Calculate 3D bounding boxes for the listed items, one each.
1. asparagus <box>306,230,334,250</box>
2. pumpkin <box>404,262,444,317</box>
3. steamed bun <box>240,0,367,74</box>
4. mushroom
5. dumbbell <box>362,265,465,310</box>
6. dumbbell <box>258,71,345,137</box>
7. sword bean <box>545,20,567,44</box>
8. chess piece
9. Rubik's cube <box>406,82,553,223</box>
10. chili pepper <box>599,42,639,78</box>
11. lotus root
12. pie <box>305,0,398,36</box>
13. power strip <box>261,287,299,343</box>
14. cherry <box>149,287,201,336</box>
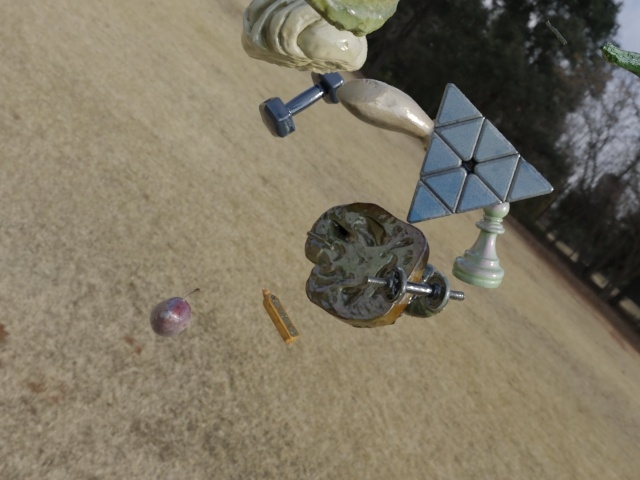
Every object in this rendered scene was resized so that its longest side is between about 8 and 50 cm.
[{"bbox_3d":[0.000,0.000,1.825,0.015,0.018,0.127,2,18,-34],"label":"asparagus"},{"bbox_3d":[0.316,0.160,2.157,0.190,0.190,0.146,46,15,25],"label":"pumpkin"},{"bbox_3d":[-0.037,-0.591,1.821,0.339,0.247,0.352,9,4,-8],"label":"steamed bun"},{"bbox_3d":[0.209,-0.368,1.941,0.350,0.128,0.128,26,17,-16],"label":"mushroom"},{"bbox_3d":[0.199,0.100,1.403,0.254,0.082,0.081,11,26,-28],"label":"dumbbell"},{"bbox_3d":[-0.063,-0.501,2.414,0.143,0.316,0.156,44,-18,37],"label":"dumbbell"},{"bbox_3d":[0.537,-0.472,1.530,0.012,0.012,0.083,25,33,-50],"label":"sword bean"},{"bbox_3d":[0.449,-0.018,1.801,0.139,0.272,0.139,11,15,-3],"label":"chess piece"},{"bbox_3d":[0.329,-0.165,1.473,0.233,0.229,0.228,10,58,-24],"label":"Rubik's cube"},{"bbox_3d":[0.777,-0.440,1.652,0.226,0.088,0.059,16,52,-19],"label":"chili pepper"},{"bbox_3d":[0.132,0.065,1.953,0.111,0.374,0.391,57,17,-59],"label":"lotus root"},{"bbox_3d":[0.011,-0.421,1.011,0.277,0.078,0.277,17,56,-27],"label":"pie"},{"bbox_3d":[-0.118,0.209,1.892,0.049,0.028,0.178,-8,61,-57],"label":"power strip"},{"bbox_3d":[-0.417,0.206,1.986,0.115,0.188,0.148,51,-16,20],"label":"cherry"}]
